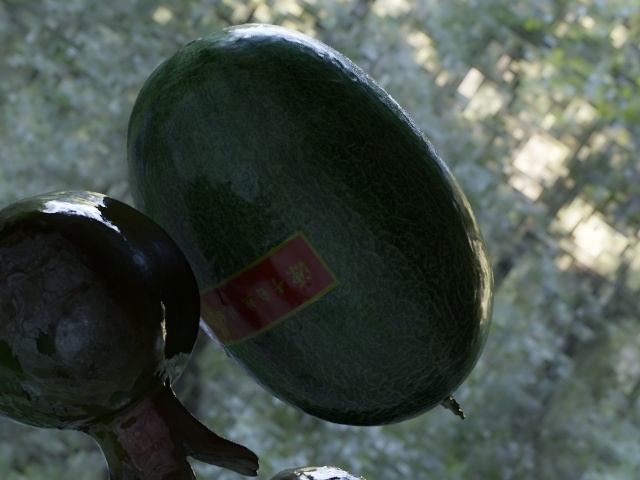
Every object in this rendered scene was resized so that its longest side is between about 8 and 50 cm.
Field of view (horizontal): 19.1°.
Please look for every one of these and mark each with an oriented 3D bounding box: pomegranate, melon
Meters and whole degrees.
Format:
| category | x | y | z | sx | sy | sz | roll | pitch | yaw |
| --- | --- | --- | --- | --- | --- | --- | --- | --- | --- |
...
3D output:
| category | x | y | z | sx | sy | sz | roll | pitch | yaw |
| --- | --- | --- | --- | --- | --- | --- | --- | --- | --- |
| pomegranate | -0.116 | 0.065 | 1.001 | 0.191 | 0.131 | 0.152 | 56 | 13 | 1 |
| melon | 0.000 | 0.000 | 1.154 | 0.287 | 0.182 | 0.182 | 51 | 6 | -5 |

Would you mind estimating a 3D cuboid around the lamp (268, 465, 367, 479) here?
| category | x | y | z | sx | sy | sz | roll | pitch | yaw |
| --- | --- | --- | --- | --- | --- | --- | --- | --- | --- |
| lamp | 0.001 | 0.232 | 1.282 | 0.157 | 0.135 | 0.156 | 46 | -31 | 15 |
